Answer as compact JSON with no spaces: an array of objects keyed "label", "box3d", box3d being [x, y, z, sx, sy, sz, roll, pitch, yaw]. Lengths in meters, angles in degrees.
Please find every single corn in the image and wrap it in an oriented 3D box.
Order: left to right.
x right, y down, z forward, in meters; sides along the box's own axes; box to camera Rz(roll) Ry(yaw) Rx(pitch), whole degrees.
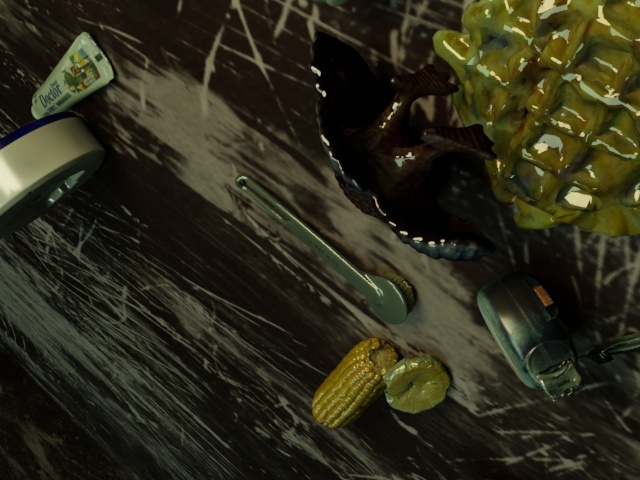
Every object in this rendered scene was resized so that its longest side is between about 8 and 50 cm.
[{"label":"corn","box3d":[0.042,0.189,0.780,0.068,0.068,0.207,42,140,10]}]

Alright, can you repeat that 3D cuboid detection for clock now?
[{"label":"clock","box3d":[-0.427,-0.088,0.878,0.083,0.230,0.230,52,144,-11]}]

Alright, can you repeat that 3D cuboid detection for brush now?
[{"label":"brush","box3d":[0.000,0.000,0.694,0.266,0.027,0.062,40,143,19]}]

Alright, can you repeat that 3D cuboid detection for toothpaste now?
[{"label":"toothpaste","box3d":[-0.364,-0.220,0.861,0.255,0.037,0.067,-12,113,46]}]

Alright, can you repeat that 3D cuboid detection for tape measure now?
[{"label":"tape measure","box3d":[0.223,0.052,0.496,0.179,0.104,0.107,-32,72,21]}]

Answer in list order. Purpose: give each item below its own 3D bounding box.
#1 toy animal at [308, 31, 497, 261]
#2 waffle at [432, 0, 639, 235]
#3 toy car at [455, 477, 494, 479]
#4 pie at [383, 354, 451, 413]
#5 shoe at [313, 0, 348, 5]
[{"label":"toy animal","box3d":[0.050,-0.057,0.480,0.219,0.116,0.179,57,169,19]},{"label":"waffle","box3d":[0.183,-0.088,0.390,0.223,0.054,0.204,-1,121,49]},{"label":"toy car","box3d":[0.211,0.420,0.705,0.145,0.235,0.235,12,130,41]},{"label":"pie","box3d":[0.112,0.167,0.696,0.084,0.020,0.085,-2,121,-4]},{"label":"shoe","box3d":[-0.064,-0.255,0.452,0.125,0.099,0.228,-33,92,46]}]
